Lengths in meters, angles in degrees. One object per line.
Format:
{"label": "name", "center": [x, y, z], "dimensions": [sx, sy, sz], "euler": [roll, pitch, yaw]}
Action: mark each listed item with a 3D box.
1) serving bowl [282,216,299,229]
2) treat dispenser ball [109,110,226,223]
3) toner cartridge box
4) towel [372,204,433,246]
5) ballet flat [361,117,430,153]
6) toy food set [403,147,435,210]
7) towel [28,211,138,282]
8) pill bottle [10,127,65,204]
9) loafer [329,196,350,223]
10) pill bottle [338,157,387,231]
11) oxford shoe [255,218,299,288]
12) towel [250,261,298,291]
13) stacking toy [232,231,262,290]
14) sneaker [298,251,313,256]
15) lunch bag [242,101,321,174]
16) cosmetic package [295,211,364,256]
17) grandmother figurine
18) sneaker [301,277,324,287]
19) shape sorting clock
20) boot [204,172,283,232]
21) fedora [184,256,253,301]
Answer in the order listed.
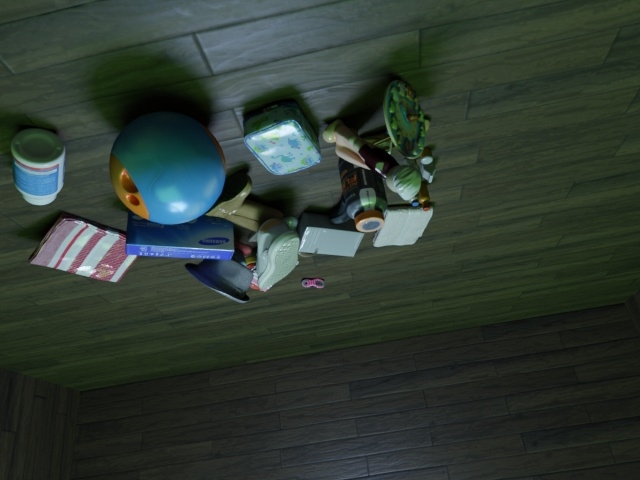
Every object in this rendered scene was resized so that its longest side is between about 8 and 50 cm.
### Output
{"label": "serving bowl", "center": [-0.120, -0.058, 1.850], "dimensions": [0.083, 0.027, 0.083], "euler": [-5, 152, -3]}
{"label": "treat dispenser ball", "center": [-0.391, -0.185, 1.261], "dimensions": [0.288, 0.288, 0.288], "euler": [-6, 152, -3]}
{"label": "toner cartridge box", "center": [-0.476, -0.029, 1.668], "dimensions": [0.348, 0.165, 0.075], "euler": [4, 150, -22]}
{"label": "towel", "center": [0.323, -0.053, 1.955], "dimensions": [0.187, 0.049, 0.282], "euler": [-4, 152, -8]}
{"label": "ballet flat", "center": [0.218, -0.291, 1.450], "dimensions": [0.232, 0.073, 0.080], "euler": [-17, 151, 16]}
{"label": "toy food set", "center": [0.328, -0.193, 1.628], "dimensions": [0.111, 0.104, 0.232], "euler": [-7, 152, -1]}
{"label": "towel", "center": [-0.825, 0.041, 1.756], "dimensions": [0.237, 0.037, 0.329], "euler": [-46, 139, 18]}
{"label": "pill bottle", "center": [-0.768, -0.191, 1.329], "dimensions": [0.124, 0.124, 0.221], "euler": [7, 148, -26]}
{"label": "loafer", "center": [0.103, -0.130, 1.733], "dimensions": [0.078, 0.076, 0.223], "euler": [30, 138, -29]}
{"label": "pill bottle", "center": [0.135, -0.150, 1.509], "dimensions": [0.131, 0.245, 0.130], "euler": [-6, 152, -3]}
{"label": "oxford shoe", "center": [-0.174, 0.053, 1.803], "dimensions": [0.169, 0.130, 0.449], "euler": [-34, 163, -24]}
{"label": "towel", "center": [-0.194, 0.119, 1.991], "dimensions": [0.197, 0.029, 0.144], "euler": [-40, 139, 6]}
{"label": "stacking toy", "center": [-0.263, 0.088, 1.979], "dimensions": [0.280, 0.130, 0.309], "euler": [-24, 148, 29]}
{"label": "sneaker", "center": [-0.073, 0.015, 1.957], "dimensions": [0.071, 0.066, 0.188], "euler": [-24, 148, 33]}
{"label": "lunch bag", "center": [-0.108, -0.281, 1.368], "dimensions": [0.176, 0.090, 0.219], "euler": [-18, 151, 16]}
{"label": "cosmetic package", "center": [0.031, -0.021, 1.850], "dimensions": [0.238, 0.107, 0.127], "euler": [6, 126, -21]}
{"label": "grandmother figurine", "center": [0.150, -0.212, 1.307], "dimensions": [0.208, 0.342, 0.104], "euler": [11, 115, -39]}
{"label": "sneaker", "center": [-0.040, 0.209, 2.368], "dimensions": [0.119, 0.047, 0.057], "euler": [7, 165, -20]}
{"label": "shape sorting clock", "center": [0.225, -0.315, 1.270], "dimensions": [0.040, 0.206, 0.206], "euler": [-14, 154, 38]}
{"label": "boot", "center": [-0.230, -0.120, 1.656], "dimensions": [0.236, 0.089, 0.270], "euler": [-25, 151, 35]}
{"label": "fedora", "center": [-0.347, 0.117, 1.795], "dimensions": [0.124, 0.244, 0.275], "euler": [-55, 134, -3]}
